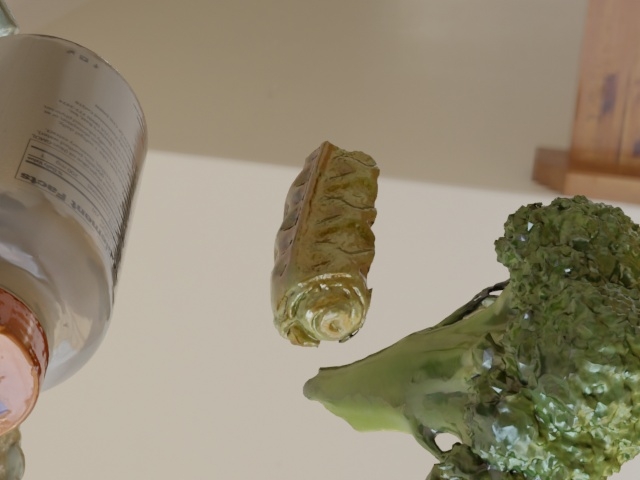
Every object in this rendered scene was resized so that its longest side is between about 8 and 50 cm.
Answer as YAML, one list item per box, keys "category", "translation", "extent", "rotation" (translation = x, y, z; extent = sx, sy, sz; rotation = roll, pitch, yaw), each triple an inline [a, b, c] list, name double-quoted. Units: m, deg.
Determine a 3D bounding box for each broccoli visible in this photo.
- category: "broccoli"
  translation: [0.157, 0.131, 0.949]
  extent: [0.302, 0.186, 0.254]
  rotation: [-50, 34, 31]

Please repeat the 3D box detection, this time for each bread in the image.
- category: "bread"
  translation: [0.000, 0.000, 1.257]
  extent: [0.088, 0.128, 0.232]
  rotation: [32, -136, -31]

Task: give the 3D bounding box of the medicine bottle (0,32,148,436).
- category: "medicine bottle"
  translation: [-0.201, -0.005, 0.767]
  extent: [0.289, 0.157, 0.157]
  rotation: [-91, 1, -56]

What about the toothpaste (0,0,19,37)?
- category: "toothpaste"
  translation: [-0.430, -0.328, 1.495]
  extent: [0.037, 0.255, 0.067]
  rotation: [-27, -5, -33]

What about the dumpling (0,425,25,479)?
- category: "dumpling"
  translation: [-0.455, 0.274, 1.454]
  extent: [0.147, 0.193, 0.258]
  rotation: [-34, 25, 55]
